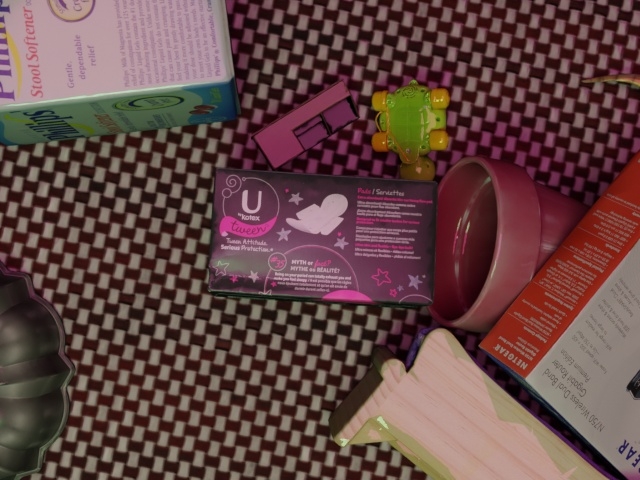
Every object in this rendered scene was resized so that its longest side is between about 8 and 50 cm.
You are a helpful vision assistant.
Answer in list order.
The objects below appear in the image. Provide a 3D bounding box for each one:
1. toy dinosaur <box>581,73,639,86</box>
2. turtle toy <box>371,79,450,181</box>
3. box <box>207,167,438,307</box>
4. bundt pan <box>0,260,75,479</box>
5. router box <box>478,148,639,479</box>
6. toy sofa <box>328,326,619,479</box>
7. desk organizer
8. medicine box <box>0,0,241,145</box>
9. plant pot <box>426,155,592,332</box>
[{"bbox_3d":[0.439,-0.166,1.319,0.211,0.064,0.112,44,88,-1],"label":"toy dinosaur"},{"bbox_3d":[0.113,-0.127,1.298,0.095,0.066,0.130,1,91,20],"label":"turtle toy"},{"bbox_3d":[0.000,0.000,1.242,0.247,0.163,0.142,4,85,-3],"label":"box"},{"bbox_3d":[-0.456,0.163,1.234,0.331,0.124,0.331,0,88,-3],"label":"bundt pan"},{"bbox_3d":[0.376,0.100,1.214,0.301,0.082,0.335,-51,127,-3],"label":"router box"},{"bbox_3d":[0.196,0.260,1.251,0.362,0.150,0.177,39,89,-1],"label":"toy sofa"},{"bbox_3d":[-0.016,-0.138,1.303,0.130,0.047,0.050,-32,93,-3],"label":"desk organizer"},{"bbox_3d":[-0.241,-0.204,1.183,0.289,0.263,0.149,-8,89,-3],"label":"medicine box"},{"bbox_3d":[0.235,0.014,1.250,0.180,0.201,0.201,10,88,-19],"label":"plant pot"}]
